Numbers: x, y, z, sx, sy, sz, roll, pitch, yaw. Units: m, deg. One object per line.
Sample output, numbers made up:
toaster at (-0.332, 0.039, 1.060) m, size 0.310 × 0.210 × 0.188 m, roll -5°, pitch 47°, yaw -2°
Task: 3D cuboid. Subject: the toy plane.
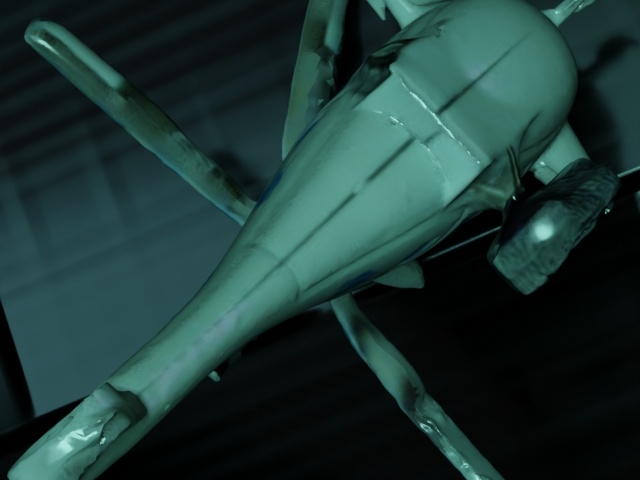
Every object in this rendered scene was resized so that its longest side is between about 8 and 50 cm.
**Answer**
toy plane at (-0.008, -0.008, 0.436) m, size 0.107 × 0.273 × 0.182 m, roll -43°, pitch 72°, yaw 31°
